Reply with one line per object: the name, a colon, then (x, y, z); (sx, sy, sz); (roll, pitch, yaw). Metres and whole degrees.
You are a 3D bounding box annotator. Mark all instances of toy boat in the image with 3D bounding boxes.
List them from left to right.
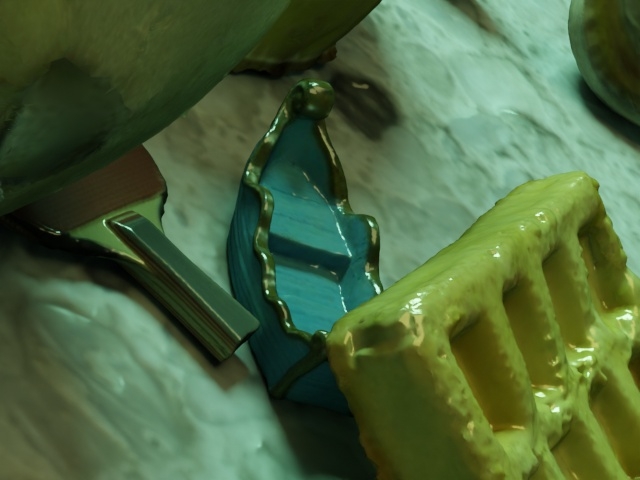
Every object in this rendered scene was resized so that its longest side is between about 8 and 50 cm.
toy boat: (0.000, 0.000, 0.945); (0.075, 0.077, 0.185); (19, 35, -29)

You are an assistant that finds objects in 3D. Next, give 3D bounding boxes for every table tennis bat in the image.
table tennis bat: (-0.114, -0.024, 0.913); (0.220, 0.019, 0.130); (43, 30, 10)

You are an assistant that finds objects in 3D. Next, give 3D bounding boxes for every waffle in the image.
waffle: (0.104, 0.073, 0.917); (0.274, 0.057, 0.168); (-34, 101, -59)

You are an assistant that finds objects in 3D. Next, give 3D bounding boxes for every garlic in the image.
garlic: (0.246, -0.129, 1.368); (0.195, 0.101, 0.087); (39, 34, -7)

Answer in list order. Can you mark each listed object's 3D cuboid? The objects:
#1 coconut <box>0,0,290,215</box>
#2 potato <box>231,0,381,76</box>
coconut: (-0.151, -0.151, 0.774); (0.323, 0.323, 0.323); (28, 31, -19)
potato: (-0.074, -0.351, 1.121); (0.442, 0.319, 0.385); (40, 30, -3)
